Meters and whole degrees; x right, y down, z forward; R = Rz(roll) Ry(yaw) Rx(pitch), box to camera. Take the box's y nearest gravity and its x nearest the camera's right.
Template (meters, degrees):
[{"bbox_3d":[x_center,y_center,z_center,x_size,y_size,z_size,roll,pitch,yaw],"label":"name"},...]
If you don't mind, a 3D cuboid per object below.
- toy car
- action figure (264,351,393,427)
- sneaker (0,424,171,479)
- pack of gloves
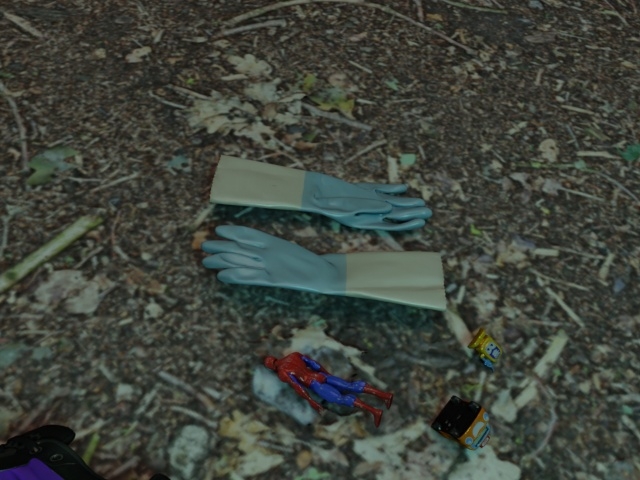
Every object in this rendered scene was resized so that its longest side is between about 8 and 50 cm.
[{"bbox_3d":[0.141,0.128,0.676,0.040,0.060,0.122,43,58,-12],"label":"toy car"},{"bbox_3d":[0.003,0.124,0.678,0.115,0.030,0.038,22,45,19],"label":"action figure"},{"bbox_3d":[-0.234,0.195,0.549,0.294,0.102,0.146,9,44,-5],"label":"sneaker"},{"bbox_3d":[0.000,0.000,0.790,0.232,0.046,0.195,8,37,-4],"label":"pack of gloves"}]
